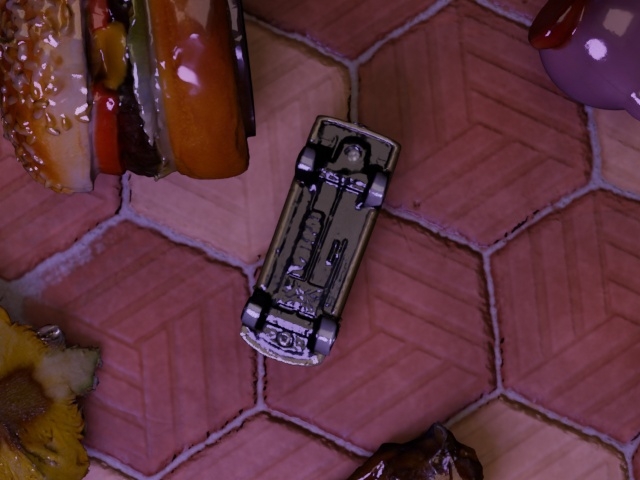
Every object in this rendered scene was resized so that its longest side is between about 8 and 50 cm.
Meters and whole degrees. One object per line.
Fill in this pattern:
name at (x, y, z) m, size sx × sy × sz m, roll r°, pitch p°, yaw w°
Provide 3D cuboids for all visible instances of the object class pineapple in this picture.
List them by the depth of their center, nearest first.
pineapple at (-0.324, 0.151, 1.660) m, size 0.250 × 0.140 × 0.164 m, roll 52°, pitch 44°, yaw -11°

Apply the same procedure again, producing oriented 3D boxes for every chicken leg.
chicken leg at (0.025, 0.286, 1.655) m, size 0.304 × 0.093 × 0.113 m, roll -22°, pitch 68°, yaw 5°

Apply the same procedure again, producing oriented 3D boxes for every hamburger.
hamburger at (-0.200, -0.208, 1.576) m, size 0.250 × 0.330 × 0.330 m, roll -8°, pitch 85°, yaw -1°

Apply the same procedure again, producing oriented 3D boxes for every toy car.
toy car at (0.000, 0.000, 1.658) m, size 0.101 × 0.124 × 0.256 m, roll 20°, pitch 94°, yaw 1°

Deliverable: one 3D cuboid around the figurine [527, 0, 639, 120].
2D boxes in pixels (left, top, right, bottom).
figurine at (0.311, -0.217, 1.662) m, size 0.173 × 0.173 × 0.173 m, roll 0°, pitch 85°, yaw -1°
